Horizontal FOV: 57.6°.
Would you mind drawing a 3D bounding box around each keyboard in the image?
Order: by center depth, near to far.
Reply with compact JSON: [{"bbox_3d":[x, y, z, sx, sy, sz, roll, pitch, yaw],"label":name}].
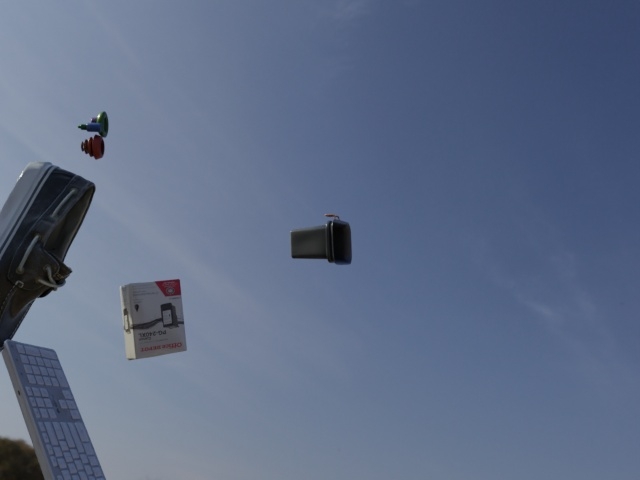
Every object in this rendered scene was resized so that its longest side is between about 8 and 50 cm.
[{"bbox_3d":[-0.221,0.202,0.523,0.014,0.256,0.072,-35,-23,7],"label":"keyboard"}]

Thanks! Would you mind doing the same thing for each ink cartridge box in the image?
[{"bbox_3d":[-0.336,0.159,1.172,0.109,0.150,0.063,-4,-7,-36],"label":"ink cartridge box"}]

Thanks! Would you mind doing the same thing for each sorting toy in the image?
[{"bbox_3d":[-0.439,-0.206,1.119,0.042,0.101,0.061,2,-24,-6],"label":"sorting toy"}]

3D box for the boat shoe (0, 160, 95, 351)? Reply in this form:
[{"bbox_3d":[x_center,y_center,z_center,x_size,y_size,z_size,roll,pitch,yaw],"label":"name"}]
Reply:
[{"bbox_3d":[-0.448,0.031,0.902,0.119,0.335,0.121,14,-18,-3],"label":"boat shoe"}]

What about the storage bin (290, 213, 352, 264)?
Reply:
[{"bbox_3d":[0.000,0.000,1.127,0.091,0.098,0.135,-3,-3,16],"label":"storage bin"}]
